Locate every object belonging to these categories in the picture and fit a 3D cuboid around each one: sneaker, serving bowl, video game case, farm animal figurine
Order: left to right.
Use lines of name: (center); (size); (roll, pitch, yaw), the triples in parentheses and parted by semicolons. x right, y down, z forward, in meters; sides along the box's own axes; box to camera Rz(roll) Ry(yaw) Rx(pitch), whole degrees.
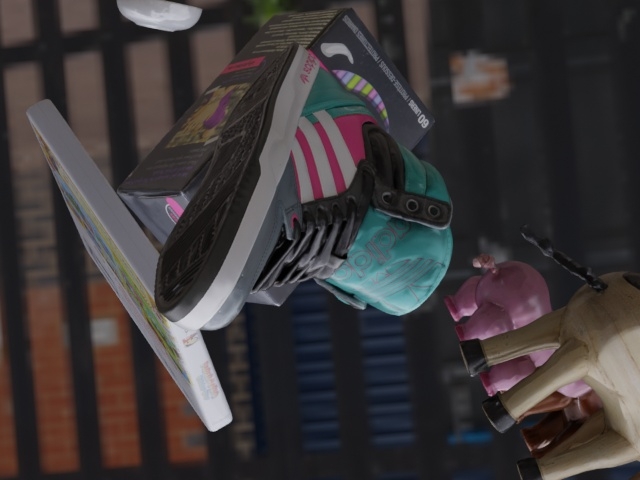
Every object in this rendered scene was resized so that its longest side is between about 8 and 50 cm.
video game case: (-0.151, 0.022, 1.575); (0.026, 0.227, 0.206); (-31, 148, -10)
serving bowl: (-0.156, -0.216, 1.880); (0.083, 0.027, 0.083); (11, -177, -1)
sneaker: (0.000, 0.000, 1.351); (0.124, 0.178, 0.295); (-44, -165, 35)
farm animal figurine: (0.215, 0.135, 1.141); (0.172, 0.326, 0.330); (-25, 174, 5)

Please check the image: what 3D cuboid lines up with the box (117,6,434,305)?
box: (-0.043, -0.087, 1.986); (0.270, 0.165, 0.143); (-50, -153, -21)
